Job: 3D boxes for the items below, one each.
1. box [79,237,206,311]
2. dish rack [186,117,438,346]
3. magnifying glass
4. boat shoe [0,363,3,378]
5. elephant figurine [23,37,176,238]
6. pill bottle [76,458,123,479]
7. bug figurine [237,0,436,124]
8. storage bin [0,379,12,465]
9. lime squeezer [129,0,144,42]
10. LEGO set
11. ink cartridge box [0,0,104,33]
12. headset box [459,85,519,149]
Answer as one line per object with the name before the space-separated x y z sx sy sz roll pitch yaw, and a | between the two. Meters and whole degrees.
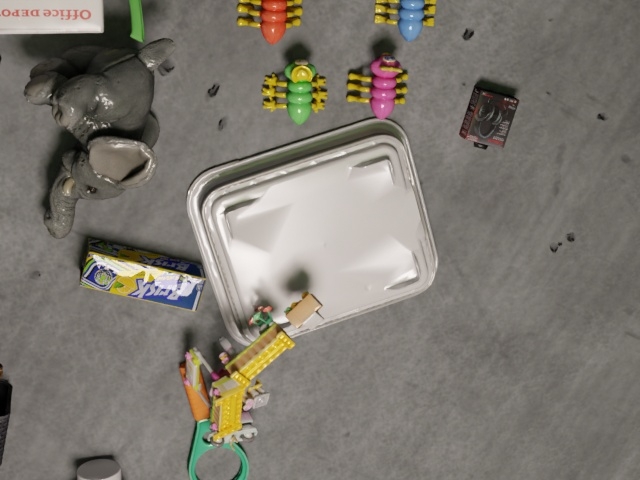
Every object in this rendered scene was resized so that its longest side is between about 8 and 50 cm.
box | -0.248 0.048 1.715 0.168 0.059 0.054 13 108 -16
dish rack | 0.000 0.000 1.747 0.332 0.072 0.286 -19 111 -6
magnifying glass | -0.168 0.285 1.833 0.092 0.026 0.231 -16 110 -6
boat shoe | -0.536 0.088 1.641 0.307 0.110 0.104 41 82 -24
elephant figurine | -0.281 -0.129 1.616 0.169 0.186 0.239 -46 133 -41
pill bottle | -0.320 0.404 1.809 0.086 0.086 0.152 -4 109 -10
bug figurine | 0.030 -0.266 1.660 0.279 0.072 0.216 -4 110 -11
storage bin | -0.523 0.244 1.691 0.180 0.122 0.084 8 107 -15
lime squeezer | -0.208 -0.414 1.546 0.110 0.059 0.310 26 90 21
LEGO set | -0.113 0.165 1.722 0.132 0.107 0.287 -3 131 -43
ink cartridge box | -0.353 -0.370 1.533 0.158 0.092 0.218 -3 111 -11
headset box | 0.240 -0.172 1.757 0.062 0.032 0.083 13 104 -16
